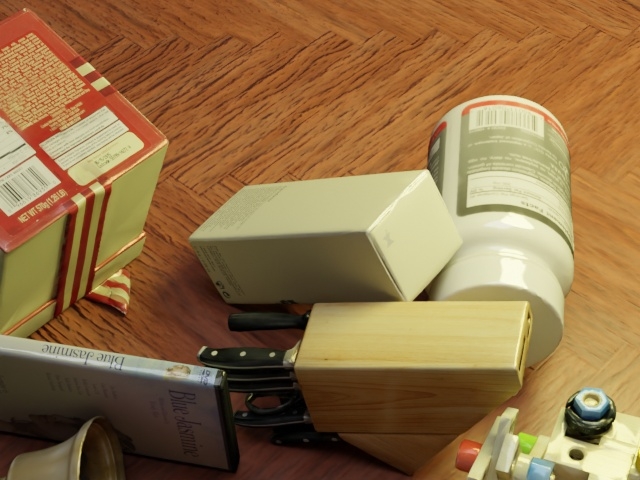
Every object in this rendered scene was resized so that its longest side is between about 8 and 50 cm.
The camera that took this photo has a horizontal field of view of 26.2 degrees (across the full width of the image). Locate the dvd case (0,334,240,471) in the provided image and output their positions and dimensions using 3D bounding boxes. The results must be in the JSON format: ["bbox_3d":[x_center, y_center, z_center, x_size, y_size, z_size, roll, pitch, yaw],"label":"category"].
[{"bbox_3d":[-0.204,0.152,1.282,0.253,0.180,0.022,8,56,7],"label":"dvd case"}]

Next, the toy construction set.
[{"bbox_3d":[0.280,0.242,1.239,0.328,0.151,0.215,24,49,7],"label":"toy construction set"}]

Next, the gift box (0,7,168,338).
[{"bbox_3d":[-0.320,-0.030,1.418,0.255,0.258,0.276,-33,74,-32],"label":"gift box"}]

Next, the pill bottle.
[{"bbox_3d":[0.188,-0.008,1.465,0.161,0.161,0.283,5,45,4],"label":"pill bottle"}]

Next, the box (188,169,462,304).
[{"bbox_3d":[0.000,0.000,1.408,0.275,0.094,0.113,-1,35,47],"label":"box"}]

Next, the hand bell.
[{"bbox_3d":[-0.315,0.232,1.272,0.242,0.126,0.126,-4,44,10],"label":"hand bell"}]

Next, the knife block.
[{"bbox_3d":[0.030,0.109,1.297,0.242,0.275,0.088,30,45,-13],"label":"knife block"}]
